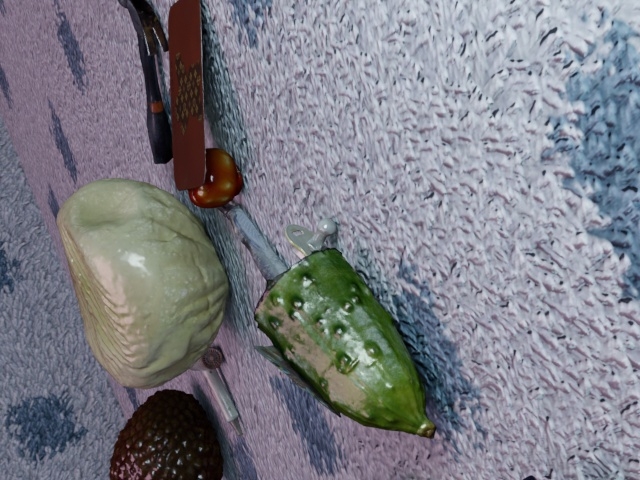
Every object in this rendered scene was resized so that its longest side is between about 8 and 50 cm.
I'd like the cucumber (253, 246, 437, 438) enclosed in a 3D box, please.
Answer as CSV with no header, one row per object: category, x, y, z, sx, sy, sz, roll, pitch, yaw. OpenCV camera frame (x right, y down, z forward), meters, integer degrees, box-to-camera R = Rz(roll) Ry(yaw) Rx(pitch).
cucumber,0.043,0.130,1.299,0.244,0.134,0.134,46,151,31

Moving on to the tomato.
tomato,-0.149,-0.087,1.654,0.087,0.075,0.087,176,90,-67

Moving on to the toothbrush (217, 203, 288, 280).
toothbrush,-0.102,-0.008,1.660,0.413,0.035,0.042,51,150,43

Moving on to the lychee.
lychee,-0.305,0.435,2.358,0.236,0.236,0.271,160,115,-70

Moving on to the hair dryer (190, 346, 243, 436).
hair dryer,-0.190,0.284,2.170,0.183,0.044,0.155,67,163,-1

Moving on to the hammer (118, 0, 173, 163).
hammer,-0.264,-0.243,1.858,0.137,0.037,0.289,49,151,48

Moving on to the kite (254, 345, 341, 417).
kite,-0.003,0.163,1.399,0.127,0.016,0.229,43,-172,13

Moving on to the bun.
bun,-0.280,0.062,1.911,0.349,0.227,0.352,60,156,26

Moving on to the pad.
pad,-0.186,-0.204,1.625,0.181,0.004,0.267,179,89,-70

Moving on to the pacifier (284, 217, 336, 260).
pacifier,0.000,0.000,1.394,0.083,0.068,0.064,45,119,15

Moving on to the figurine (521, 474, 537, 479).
figurine,0.223,0.331,0.972,0.308,0.143,0.308,20,117,47
